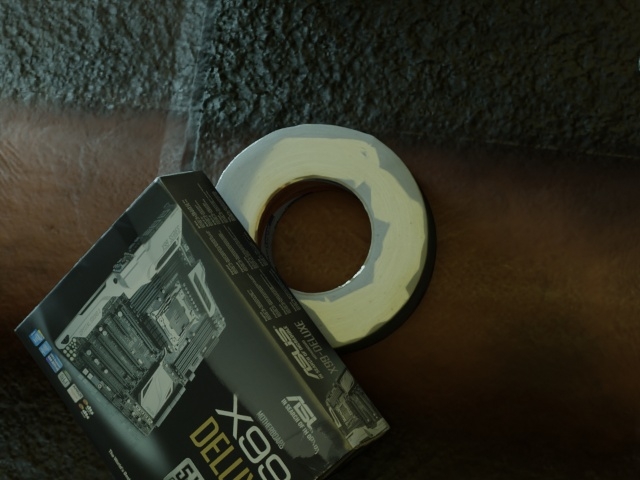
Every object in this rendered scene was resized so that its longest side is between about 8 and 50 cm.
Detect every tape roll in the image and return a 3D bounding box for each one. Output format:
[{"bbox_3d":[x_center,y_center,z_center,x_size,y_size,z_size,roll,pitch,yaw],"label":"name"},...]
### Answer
[{"bbox_3d":[0.000,0.000,1.468,0.219,0.072,0.219,-1,82,9],"label":"tape roll"}]

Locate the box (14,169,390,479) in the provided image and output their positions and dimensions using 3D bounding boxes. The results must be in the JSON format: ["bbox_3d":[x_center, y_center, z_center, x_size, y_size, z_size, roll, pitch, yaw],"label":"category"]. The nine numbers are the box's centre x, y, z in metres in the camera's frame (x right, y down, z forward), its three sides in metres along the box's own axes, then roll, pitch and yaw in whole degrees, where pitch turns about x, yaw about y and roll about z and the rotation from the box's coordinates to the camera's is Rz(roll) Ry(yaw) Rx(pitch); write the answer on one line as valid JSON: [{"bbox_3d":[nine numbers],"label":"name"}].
[{"bbox_3d":[-0.116,0.128,1.420,0.242,0.076,0.307,-43,75,29],"label":"box"}]

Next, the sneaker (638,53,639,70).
[{"bbox_3d":[0.370,-0.144,1.437,0.166,0.065,0.076,44,107,16],"label":"sneaker"}]
